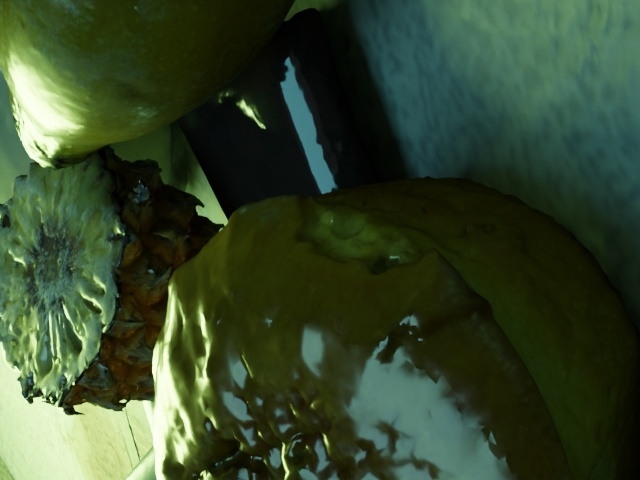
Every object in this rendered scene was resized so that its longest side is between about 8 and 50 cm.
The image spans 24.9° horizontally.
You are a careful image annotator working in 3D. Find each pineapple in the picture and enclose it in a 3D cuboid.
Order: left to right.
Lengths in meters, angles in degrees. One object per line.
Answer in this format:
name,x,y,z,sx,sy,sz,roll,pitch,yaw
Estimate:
pineapple,-0.106,0.027,0.889,0.176,0.137,0.161,-16,71,47

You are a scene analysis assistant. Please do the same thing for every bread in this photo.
bread,0.029,0.093,0.648,0.268,0.145,0.268,21,122,39

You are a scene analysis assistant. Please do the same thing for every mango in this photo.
mango,-0.092,-0.133,0.713,0.316,0.146,0.193,131,156,-60

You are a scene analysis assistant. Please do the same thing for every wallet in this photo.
wallet,0.000,0.000,0.796,0.229,0.049,0.182,66,156,-3

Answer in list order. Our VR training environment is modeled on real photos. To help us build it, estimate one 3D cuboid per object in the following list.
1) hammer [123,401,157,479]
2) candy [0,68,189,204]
hammer,-0.101,0.108,0.996,0.206,0.119,0.335,-50,39,21
candy,-0.245,-0.158,1.013,0.386,0.186,0.427,14,128,56
